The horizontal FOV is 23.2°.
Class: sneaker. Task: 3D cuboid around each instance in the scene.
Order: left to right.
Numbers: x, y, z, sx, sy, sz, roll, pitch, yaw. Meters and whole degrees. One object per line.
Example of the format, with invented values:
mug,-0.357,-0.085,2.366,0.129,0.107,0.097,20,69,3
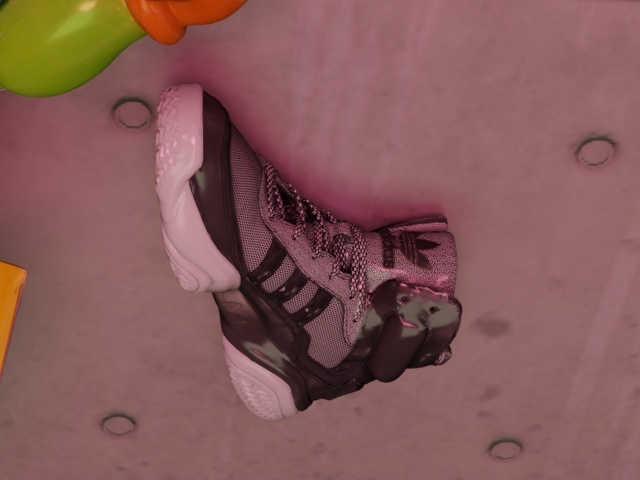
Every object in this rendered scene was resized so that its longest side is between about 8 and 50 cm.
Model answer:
sneaker,0.000,0.000,0.914,0.153,0.101,0.268,-11,138,8

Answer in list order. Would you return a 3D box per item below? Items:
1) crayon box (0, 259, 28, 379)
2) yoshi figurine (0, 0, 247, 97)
crayon box,-0.357,0.065,0.858,0.313,0.106,0.363,18,157,-16
yoshi figurine,-0.228,-0.120,0.749,0.362,0.203,0.203,-24,113,23
